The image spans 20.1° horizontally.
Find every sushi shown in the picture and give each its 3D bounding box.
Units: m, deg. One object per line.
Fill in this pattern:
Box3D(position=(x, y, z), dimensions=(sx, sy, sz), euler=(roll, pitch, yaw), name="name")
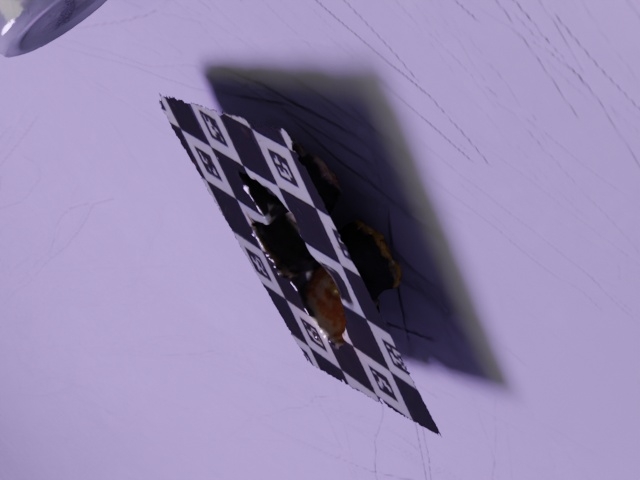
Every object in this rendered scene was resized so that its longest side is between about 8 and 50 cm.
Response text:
Box3D(position=(0.000, 0.000, 1.048), dimensions=(0.192, 0.040, 0.210), euler=(22, 144, 61), name="sushi")

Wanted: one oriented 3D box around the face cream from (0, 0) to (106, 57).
Box3D(position=(-0.221, -0.234, 1.061), dimensions=(0.252, 0.101, 0.101), euler=(53, 156, 2), name="face cream")
